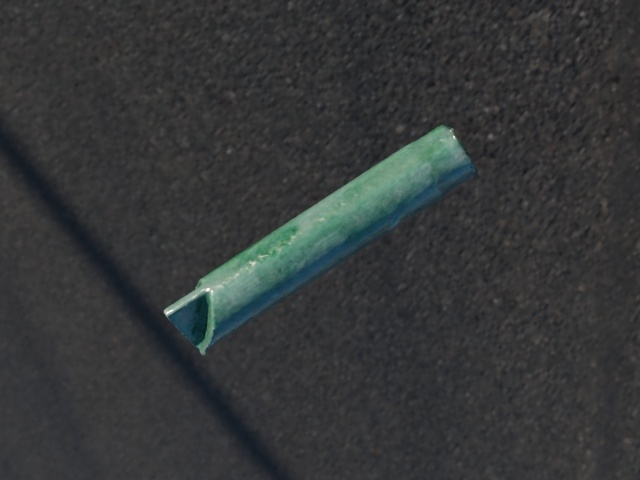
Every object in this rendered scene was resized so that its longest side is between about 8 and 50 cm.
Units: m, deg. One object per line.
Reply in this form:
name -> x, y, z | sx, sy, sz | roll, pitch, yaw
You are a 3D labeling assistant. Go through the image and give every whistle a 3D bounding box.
whistle -> 0.000, 0.000, 0.636 | 0.039, 0.186, 0.039 | 57, -178, -3
